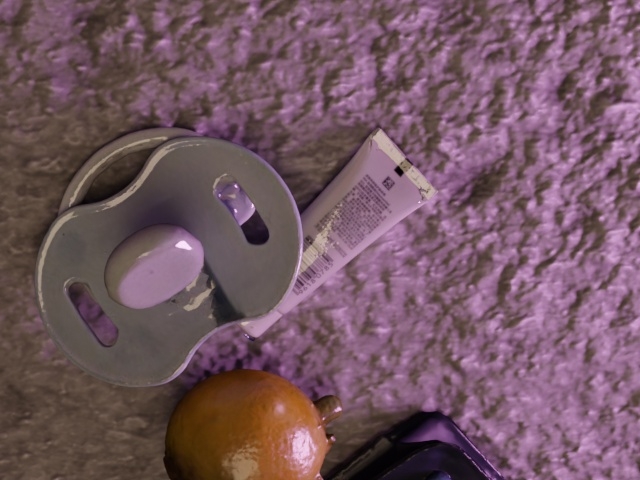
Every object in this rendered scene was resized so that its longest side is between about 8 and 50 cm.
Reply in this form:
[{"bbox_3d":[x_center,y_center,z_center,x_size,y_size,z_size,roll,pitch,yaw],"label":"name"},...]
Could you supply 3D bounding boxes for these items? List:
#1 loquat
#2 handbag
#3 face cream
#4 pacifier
[{"bbox_3d":[-0.068,0.213,1.414,0.204,0.149,0.172,-21,111,-13],"label":"loquat"},{"bbox_3d":[0.122,0.378,1.519,0.269,0.118,0.326,-38,108,9],"label":"handbag"},{"bbox_3d":[0.000,0.000,1.391,0.243,0.058,0.092,-42,104,4],"label":"face cream"},{"bbox_3d":[-0.160,0.013,1.297,0.279,0.207,0.227,-34,93,7],"label":"pacifier"}]
